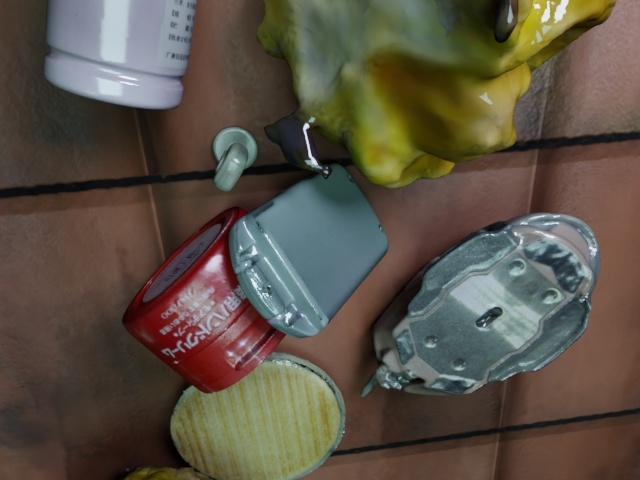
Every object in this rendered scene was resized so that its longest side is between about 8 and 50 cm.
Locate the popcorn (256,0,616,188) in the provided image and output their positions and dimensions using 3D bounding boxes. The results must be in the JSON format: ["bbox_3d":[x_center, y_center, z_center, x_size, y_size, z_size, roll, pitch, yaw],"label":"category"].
[{"bbox_3d":[0.093,-0.198,0.440,0.315,0.281,0.298,7,126,33],"label":"popcorn"}]

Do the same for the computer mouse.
[{"bbox_3d":[0.199,0.105,0.650,0.199,0.115,0.389,42,115,-4],"label":"computer mouse"}]

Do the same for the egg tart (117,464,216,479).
[{"bbox_3d":[-0.240,0.452,0.710,0.351,0.150,0.352,-1,123,-2],"label":"egg tart"}]

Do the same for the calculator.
[{"bbox_3d":[0.000,0.000,0.526,0.045,0.246,0.141,-27,101,40],"label":"calculator"}]

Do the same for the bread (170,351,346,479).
[{"bbox_3d":[-0.092,0.277,0.723,0.266,0.040,0.267,-3,114,-6],"label":"bread"}]

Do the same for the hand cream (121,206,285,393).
[{"bbox_3d":[-0.120,0.064,0.547,0.193,0.193,0.125,-41,109,11],"label":"hand cream"}]

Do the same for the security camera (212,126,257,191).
[{"bbox_3d":[-0.102,-0.093,0.535,0.058,0.092,0.058,-2,114,-4],"label":"security camera"}]

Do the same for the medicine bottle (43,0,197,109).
[{"bbox_3d":[-0.176,-0.260,0.432,0.133,0.133,0.250,11,112,-11],"label":"medicine bottle"}]
